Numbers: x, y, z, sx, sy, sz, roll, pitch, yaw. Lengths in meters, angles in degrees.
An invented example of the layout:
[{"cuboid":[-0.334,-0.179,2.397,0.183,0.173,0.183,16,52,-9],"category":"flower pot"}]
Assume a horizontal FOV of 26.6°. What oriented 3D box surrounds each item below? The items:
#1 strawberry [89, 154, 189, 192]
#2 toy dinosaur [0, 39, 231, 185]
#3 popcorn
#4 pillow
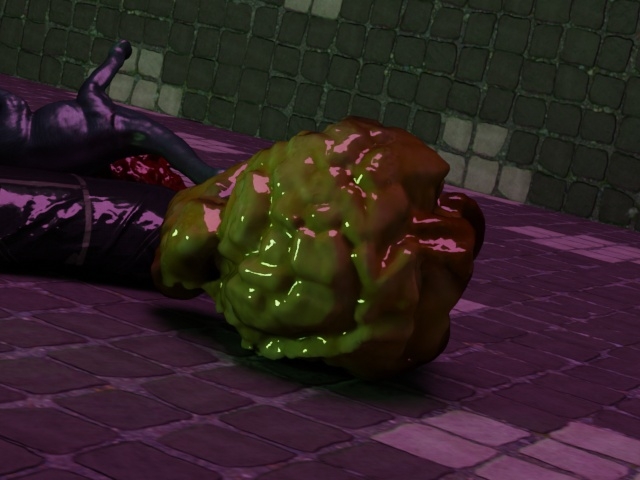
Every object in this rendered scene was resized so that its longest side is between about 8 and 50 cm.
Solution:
[{"cuboid":[-0.263,-0.078,1.709,0.190,0.111,0.237,1,12,-41],"category":"strawberry"},{"cuboid":[-0.298,-0.086,1.538,0.384,0.129,0.331,-21,39,-8],"category":"toy dinosaur"},{"cuboid":[0.000,0.000,1.218,0.332,0.225,0.265,3,8,32],"category":"popcorn"},{"cuboid":[-0.270,-0.019,1.364,0.335,0.092,0.161,7,15,-22],"category":"pillow"}]
